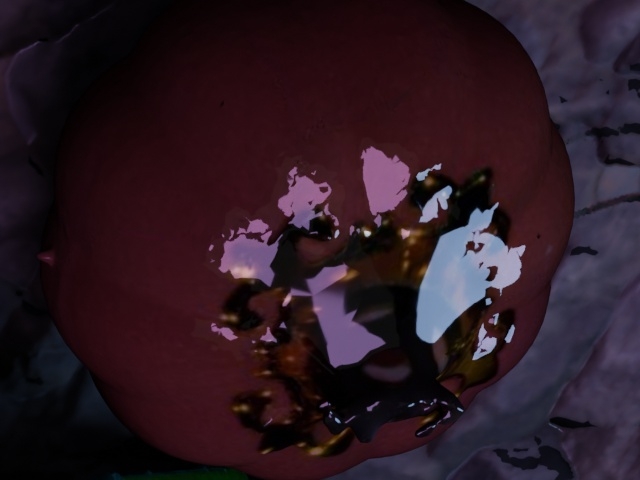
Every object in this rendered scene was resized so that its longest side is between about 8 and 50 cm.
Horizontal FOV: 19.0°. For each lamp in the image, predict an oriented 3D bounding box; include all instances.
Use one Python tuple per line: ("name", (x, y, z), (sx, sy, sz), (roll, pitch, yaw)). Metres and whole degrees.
("lamp", (0.000, 0.000, 0.618), (0.182, 0.140, 0.182), (-12, 125, -18))

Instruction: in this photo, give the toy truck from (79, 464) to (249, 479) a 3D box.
("toy truck", (-0.055, 0.144, 0.637), (0.114, 0.124, 0.253), (-22, 170, 16))
